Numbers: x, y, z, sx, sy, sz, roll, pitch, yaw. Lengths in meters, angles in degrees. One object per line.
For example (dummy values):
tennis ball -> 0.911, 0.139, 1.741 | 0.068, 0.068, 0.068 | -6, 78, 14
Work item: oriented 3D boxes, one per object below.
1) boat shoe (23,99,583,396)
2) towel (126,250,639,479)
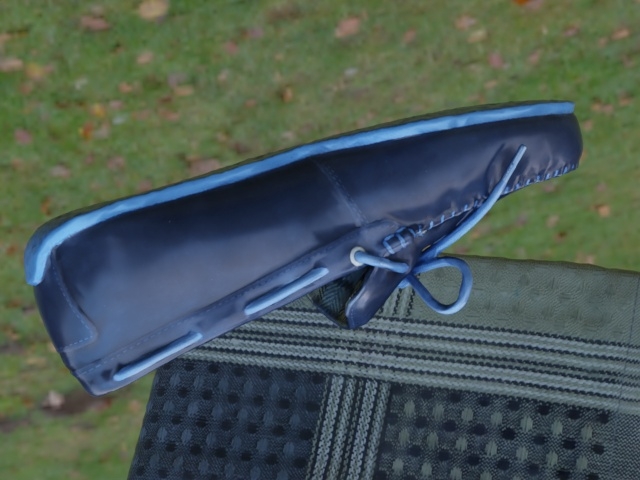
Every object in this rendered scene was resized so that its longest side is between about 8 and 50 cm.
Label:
boat shoe -> 0.000, 0.000, 0.627 | 0.258, 0.089, 0.109 | -17, -175, -10
towel -> 0.034, 0.155, 0.796 | 0.324, 0.312, 0.056 | 5, 160, 24
